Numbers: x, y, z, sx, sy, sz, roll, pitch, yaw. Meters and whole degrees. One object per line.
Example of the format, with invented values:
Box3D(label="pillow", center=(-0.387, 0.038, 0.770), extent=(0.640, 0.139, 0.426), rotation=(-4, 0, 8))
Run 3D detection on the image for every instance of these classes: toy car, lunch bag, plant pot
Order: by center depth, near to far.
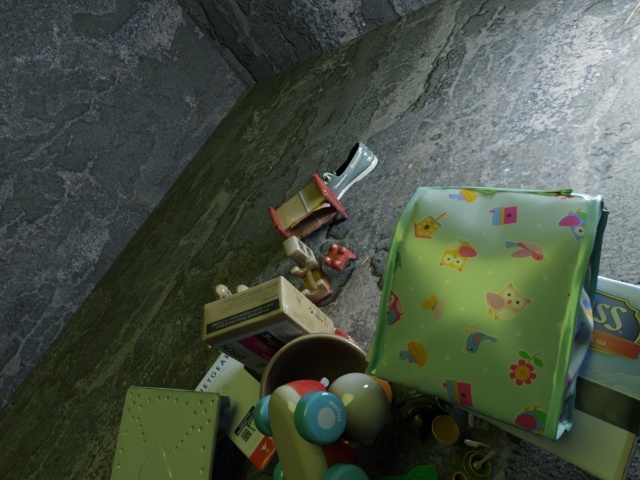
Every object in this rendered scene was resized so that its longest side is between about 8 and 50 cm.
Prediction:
Box3D(label="lunch bag", center=(0.197, 0.061, 0.533), extent=(0.223, 0.160, 0.262), rotation=(8, 81, 37))
Box3D(label="toy car", center=(0.046, 0.316, 0.758), extent=(0.237, 0.210, 0.219), rotation=(-14, -12, -32))
Box3D(label="plant pot", center=(0.005, 0.298, 0.898), extent=(0.237, 0.237, 0.110), rotation=(-41, -6, 3))

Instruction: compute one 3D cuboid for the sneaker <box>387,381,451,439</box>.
Box3D(label="sneaker", center=(0.152, 0.308, 0.881), extent=(0.227, 0.087, 0.130), rotation=(-6, 41, 35))

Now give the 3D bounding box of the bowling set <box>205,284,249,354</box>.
Box3D(label="bowling set", center=(-0.223, 0.200, 1.324), extent=(0.199, 0.154, 0.287), rotation=(-35, 35, 11))

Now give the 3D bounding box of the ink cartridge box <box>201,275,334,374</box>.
Box3D(label="ink cartridge box", center=(-0.101, 0.190, 0.948), extent=(0.193, 0.235, 0.088), rotation=(-23, 49, 17))

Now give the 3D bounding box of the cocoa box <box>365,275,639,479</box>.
Box3D(label="cocoa box", center=(0.293, 0.157, 0.675), extent=(0.347, 0.231, 0.228), rotation=(18, 81, 38))

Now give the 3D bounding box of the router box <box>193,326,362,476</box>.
Box3D(label="router box", center=(-0.112, 0.322, 1.081), extent=(0.301, 0.082, 0.335), rotation=(22, 71, 42))

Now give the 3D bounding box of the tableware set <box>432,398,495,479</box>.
Box3D(label="tableware set", center=(0.241, 0.336, 0.759), extent=(0.104, 0.024, 0.154), rotation=(13, 51, 1))

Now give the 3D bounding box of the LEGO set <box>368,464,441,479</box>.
Box3D(label="LEGO set", center=(0.078, 0.514, 0.699), extent=(0.331, 0.192, 0.255), rotation=(-23, 8, 21))

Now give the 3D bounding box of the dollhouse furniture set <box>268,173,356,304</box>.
Box3D(label="dollhouse furniture set", center=(0.000, 0.000, 1.366), extent=(0.201, 0.152, 0.374), rotation=(-34, 52, 11))

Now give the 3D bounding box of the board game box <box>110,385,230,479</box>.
Box3D(label="board game box", center=(-0.369, 0.554, 1.053), extent=(0.389, 0.050, 0.390), rotation=(-12, 66, 37))

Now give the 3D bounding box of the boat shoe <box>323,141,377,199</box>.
Box3D(label="boat shoe", center=(0.049, -0.216, 1.560), extent=(0.319, 0.099, 0.116), rotation=(-40, 34, 4))
